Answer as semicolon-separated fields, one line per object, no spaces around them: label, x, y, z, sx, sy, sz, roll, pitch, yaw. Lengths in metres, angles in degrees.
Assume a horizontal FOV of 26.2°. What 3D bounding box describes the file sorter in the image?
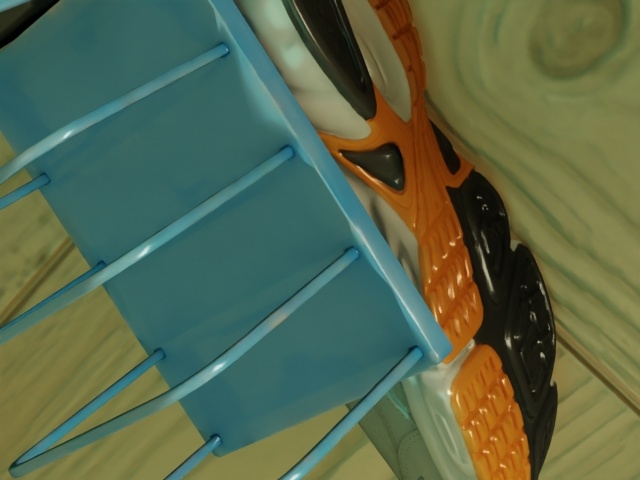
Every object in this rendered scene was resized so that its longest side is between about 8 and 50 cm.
file sorter;-0.066;0.007;0.448;0.118;0.104;0.170;-29;97;41

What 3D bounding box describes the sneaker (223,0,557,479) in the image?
sneaker;0.000;0.000;0.528;0.121;0.099;0.262;-16;103;34

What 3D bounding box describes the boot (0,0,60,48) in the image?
boot;-0.114;-0.177;0.471;0.236;0.085;0.178;-31;100;28
